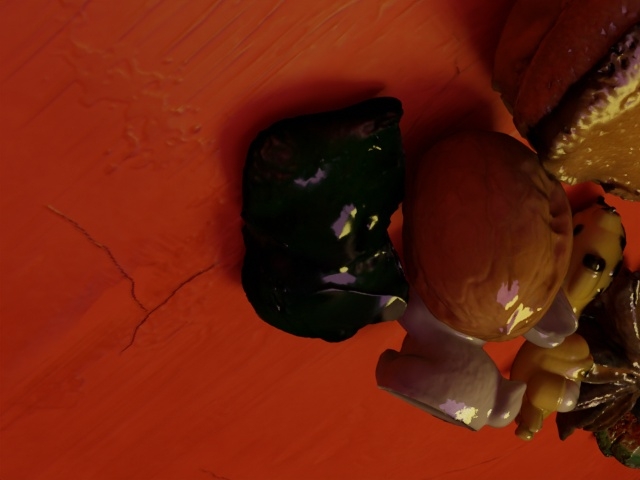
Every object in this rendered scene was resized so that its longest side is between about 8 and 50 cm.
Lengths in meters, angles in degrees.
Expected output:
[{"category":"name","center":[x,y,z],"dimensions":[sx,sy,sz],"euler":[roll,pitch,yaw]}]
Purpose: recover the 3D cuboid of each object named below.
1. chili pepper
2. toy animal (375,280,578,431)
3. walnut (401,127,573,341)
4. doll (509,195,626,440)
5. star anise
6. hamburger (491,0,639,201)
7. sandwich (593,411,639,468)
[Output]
[{"category":"chili pepper","center":[0.002,0.008,0.902],"dimensions":[0.148,0.116,0.264],"euler":[-8,136,-18]},{"category":"toy animal","center":[0.157,0.102,1.033],"dimensions":[0.193,0.179,0.127],"euler":[-56,160,-7]},{"category":"walnut","center":[0.153,-0.005,0.915],"dimensions":[0.159,0.206,0.159],"euler":[-2,149,-1]},{"category":"doll","center":[0.279,0.093,1.123],"dimensions":[0.117,0.086,0.291],"euler":[-36,142,-73]},{"category":"star anise","center":[0.405,0.142,1.295],"dimensions":[0.332,0.117,0.331],"euler":[-10,139,-9]},{"category":"hamburger","center":[0.302,-0.166,0.845],"dimensions":[0.305,0.174,0.284],"euler":[18,124,-43]},{"category":"sandwich","center":[0.569,0.294,1.585],"dimensions":[0.235,0.079,0.159],"euler":[1,133,-31]}]
